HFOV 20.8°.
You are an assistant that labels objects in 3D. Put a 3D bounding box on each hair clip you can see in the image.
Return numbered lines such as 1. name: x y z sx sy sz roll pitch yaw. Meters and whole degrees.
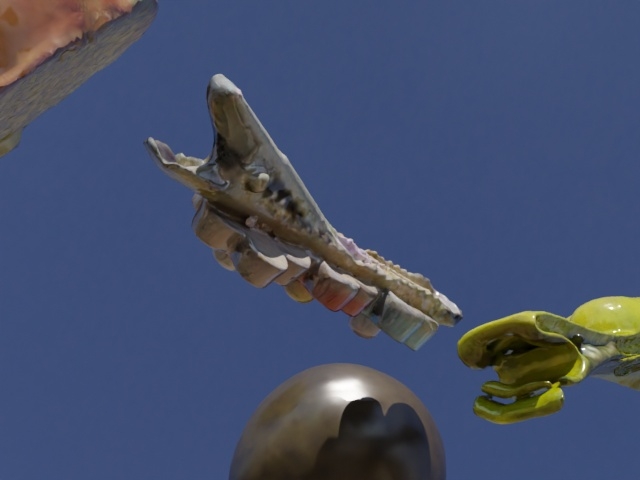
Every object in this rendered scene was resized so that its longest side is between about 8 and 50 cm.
1. hair clip: -0.005 0.005 0.729 0.056 0.062 0.214 -46 -40 1
2. hair clip: 0.126 0.050 0.788 0.072 0.173 0.046 -20 -100 39

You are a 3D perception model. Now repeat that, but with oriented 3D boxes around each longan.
1. longan: 0.008 0.115 0.830 0.113 0.113 0.092 56 -19 -25

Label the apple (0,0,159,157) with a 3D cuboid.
1. apple: -0.260 -0.181 0.942 0.252 0.314 0.309 -36 -86 22
